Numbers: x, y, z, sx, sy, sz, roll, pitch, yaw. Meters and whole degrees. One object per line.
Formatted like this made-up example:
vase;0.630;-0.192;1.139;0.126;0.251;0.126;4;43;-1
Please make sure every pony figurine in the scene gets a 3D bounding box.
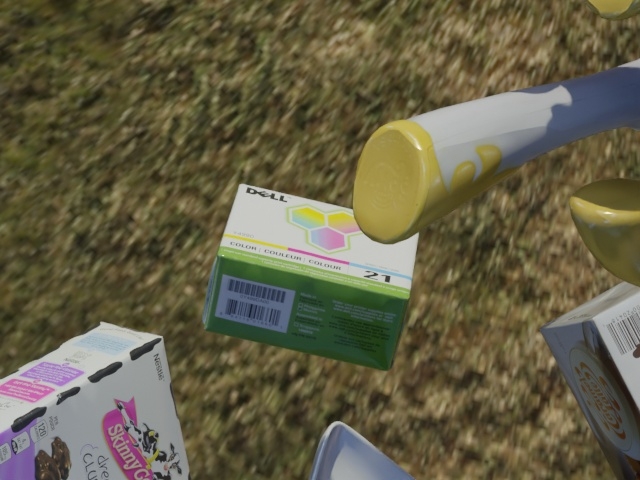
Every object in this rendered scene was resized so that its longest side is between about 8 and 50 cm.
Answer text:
pony figurine;0.208;-0.133;0.820;0.303;0.363;0.351;28;109;41

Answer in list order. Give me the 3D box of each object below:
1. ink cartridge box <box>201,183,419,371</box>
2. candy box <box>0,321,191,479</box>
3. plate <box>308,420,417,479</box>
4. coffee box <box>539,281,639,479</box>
ink cartridge box;0.000;0.000;1.782;0.189;0.255;0.097;13;125;0
candy box;-0.187;0.174;1.283;0.070;0.196;0.165;9;119;40
plate;0.047;0.348;1.636;0.045;0.277;0.278;-11;139;44
coffee box;0.295;0.156;1.470;0.098;0.141;0.246;-27;90;-11
